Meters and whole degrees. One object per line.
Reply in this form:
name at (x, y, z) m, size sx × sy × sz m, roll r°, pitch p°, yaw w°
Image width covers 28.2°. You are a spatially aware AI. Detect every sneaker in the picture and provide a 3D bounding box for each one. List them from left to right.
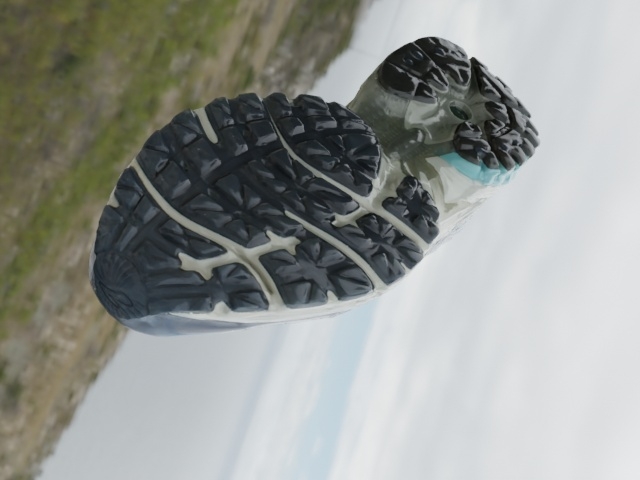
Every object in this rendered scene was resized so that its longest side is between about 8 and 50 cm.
sneaker at (0.000, 0.000, 0.595) m, size 0.283 × 0.110 × 0.122 m, roll -24°, pitch 155°, yaw -49°
